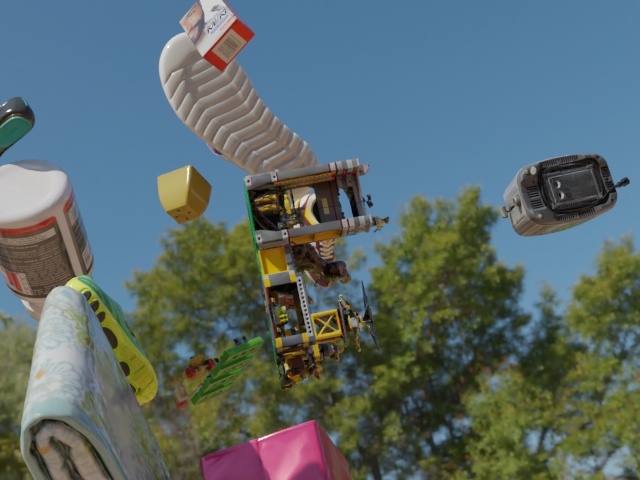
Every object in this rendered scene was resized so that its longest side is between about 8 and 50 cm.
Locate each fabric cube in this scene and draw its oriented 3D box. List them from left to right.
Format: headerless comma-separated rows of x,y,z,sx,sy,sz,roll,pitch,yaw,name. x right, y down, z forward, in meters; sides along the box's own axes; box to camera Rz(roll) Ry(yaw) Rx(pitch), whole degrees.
-0.065,0.555,1.817,0.259,0.258,0.254,-19,-36,7,fabric cube

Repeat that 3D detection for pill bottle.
-0.636,0.012,2.079,0.210,0.210,0.363,-10,-45,-8,pill bottle

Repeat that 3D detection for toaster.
0.464,-0.086,1.767,0.226,0.129,0.146,-13,-11,-11,toaster

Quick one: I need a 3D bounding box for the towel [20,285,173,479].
-0.272,0.281,1.164,0.090,0.320,0.375,-21,-64,-6,towel

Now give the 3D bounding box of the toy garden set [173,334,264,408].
-0.269,0.318,2.186,0.203,0.049,0.244,-19,-25,-42,toy garden set

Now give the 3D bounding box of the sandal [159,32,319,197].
-0.181,-0.241,1.888,0.169,0.416,0.102,-45,10,-15,sandal

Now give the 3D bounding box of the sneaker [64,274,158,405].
-0.390,0.188,1.732,0.109,0.123,0.296,-20,-66,7,sneaker

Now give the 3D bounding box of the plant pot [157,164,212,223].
-0.267,-0.082,1.781,0.081,0.083,0.081,-17,-38,21,plant pot

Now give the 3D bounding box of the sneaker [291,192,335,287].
0.000,0.000,1.778,0.069,0.186,0.083,-19,1,-39,sneaker

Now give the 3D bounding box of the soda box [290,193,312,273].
-0.033,-0.017,2.163,0.061,0.182,0.058,-7,14,-9,soda box

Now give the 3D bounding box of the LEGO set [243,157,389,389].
0.008,0.037,1.307,0.192,0.332,0.255,-10,-24,-5,LEGO set

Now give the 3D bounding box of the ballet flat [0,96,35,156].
-0.745,-0.225,2.036,0.280,0.096,0.095,-31,-37,16,ballet flat

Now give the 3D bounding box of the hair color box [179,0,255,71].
-0.191,-0.386,1.658,0.093,0.167,0.053,-47,-51,10,hair color box
